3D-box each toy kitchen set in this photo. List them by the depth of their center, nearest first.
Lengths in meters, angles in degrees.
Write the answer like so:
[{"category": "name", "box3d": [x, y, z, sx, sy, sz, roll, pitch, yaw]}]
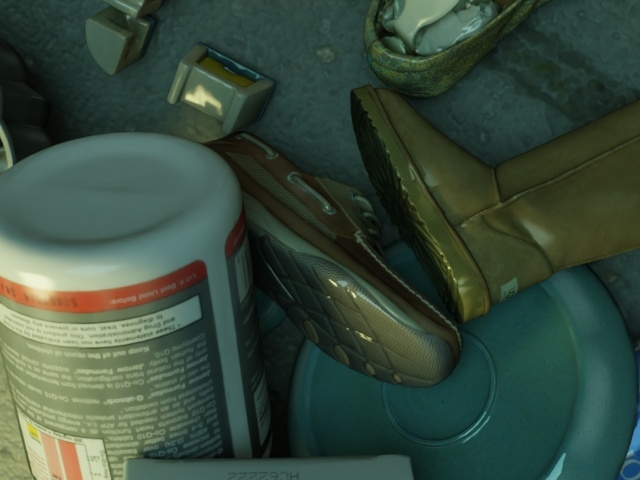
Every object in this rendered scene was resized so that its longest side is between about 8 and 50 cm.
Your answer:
[{"category": "toy kitchen set", "box3d": [-0.090, -0.229, 1.346, 0.166, 0.122, 0.207, 28, 119, 7]}]

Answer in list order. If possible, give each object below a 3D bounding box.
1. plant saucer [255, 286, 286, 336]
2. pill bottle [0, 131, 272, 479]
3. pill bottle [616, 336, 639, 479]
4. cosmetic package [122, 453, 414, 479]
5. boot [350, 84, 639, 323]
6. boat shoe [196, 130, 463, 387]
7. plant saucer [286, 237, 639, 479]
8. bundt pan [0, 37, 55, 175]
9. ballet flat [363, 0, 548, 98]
[{"category": "plant saucer", "box3d": [-0.080, 0.035, 1.392, 0.119, 0.021, 0.119, 1, 94, 11]}, {"category": "pill bottle", "box3d": [-0.150, 0.112, 1.256, 0.210, 0.210, 0.363, 1, 123, 10]}, {"category": "pill bottle", "box3d": [0.223, 0.183, 1.295, 0.221, 0.124, 0.124, -34, 88, 12]}, {"category": "cosmetic package", "box3d": [-0.043, 0.392, 1.225, 0.230, 0.161, 0.453, 0, 122, -5]}, {"category": "boot", "box3d": [0.187, -0.070, 1.276, 0.269, 0.089, 0.236, -23, 71, -13]}, {"category": "boat shoe", "box3d": [0.000, 0.000, 1.291, 0.324, 0.123, 0.116, 36, 61, 25]}, {"category": "plant saucer", "box3d": [0.105, 0.126, 1.280, 0.317, 0.043, 0.318, -10, 65, 23]}, {"category": "bundt pan", "box3d": [-0.365, -0.063, 1.360, 0.330, 0.124, 0.331, 3, 96, 27]}, {"category": "ballet flat", "box3d": [0.169, -0.257, 1.271, 0.348, 0.123, 0.123, -43, 86, 11]}]
